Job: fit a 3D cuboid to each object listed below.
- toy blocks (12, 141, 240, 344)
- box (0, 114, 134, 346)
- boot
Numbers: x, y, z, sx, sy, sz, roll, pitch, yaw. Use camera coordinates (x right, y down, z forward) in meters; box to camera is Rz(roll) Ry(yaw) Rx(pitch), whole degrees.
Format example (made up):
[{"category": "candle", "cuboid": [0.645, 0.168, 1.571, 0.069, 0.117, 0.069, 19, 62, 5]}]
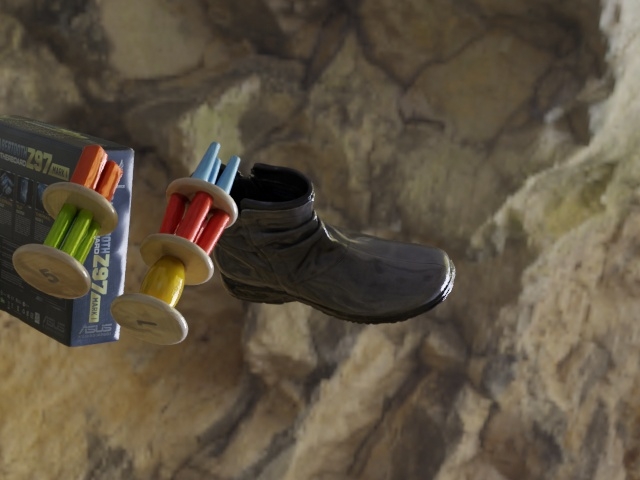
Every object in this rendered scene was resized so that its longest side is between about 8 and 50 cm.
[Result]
[{"category": "toy blocks", "cuboid": [-0.121, -0.020, 0.798, 0.123, 0.054, 0.148, 28, -125, -12]}, {"category": "box", "cuboid": [-0.269, -0.017, 1.147, 0.059, 0.183, 0.232, -5, -165, -42]}, {"category": "boot", "cuboid": [0.000, 0.000, 1.546, 0.338, 0.223, 0.118, 0, -126, 11]}]
